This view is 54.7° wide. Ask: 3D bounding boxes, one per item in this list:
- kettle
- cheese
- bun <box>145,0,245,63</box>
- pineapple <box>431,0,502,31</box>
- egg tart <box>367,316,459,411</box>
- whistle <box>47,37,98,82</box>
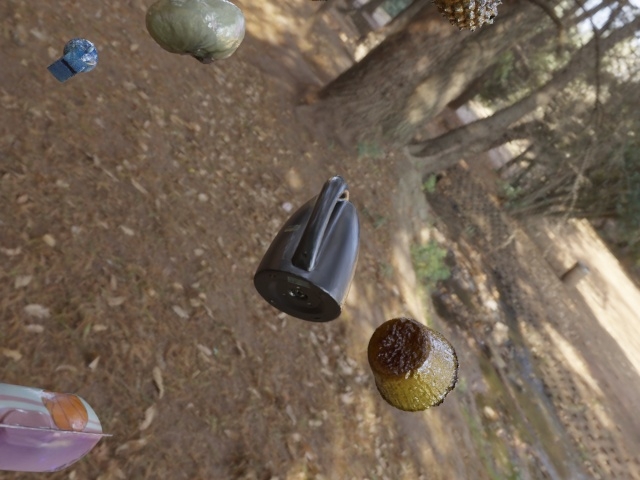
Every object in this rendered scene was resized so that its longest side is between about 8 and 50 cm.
[{"bbox_3d":[0.000,0.000,1.387,0.207,0.268,0.290,21,61,8],"label":"kettle"},{"bbox_3d":[-0.311,0.182,0.610,0.189,0.286,0.074,18,68,-29],"label":"cheese"},{"bbox_3d":[-0.343,-0.587,1.727,0.273,0.273,0.168,-9,101,-68],"label":"bun"},{"bbox_3d":[0.368,-0.597,1.521,0.193,0.166,0.166,34,23,-34],"label":"pineapple"},{"bbox_3d":[0.207,0.284,1.453,0.171,0.215,0.215,49,12,-50],"label":"egg tart"},{"bbox_3d":[-0.609,-0.457,1.549,0.090,0.158,0.090,8,79,-46],"label":"whistle"}]
